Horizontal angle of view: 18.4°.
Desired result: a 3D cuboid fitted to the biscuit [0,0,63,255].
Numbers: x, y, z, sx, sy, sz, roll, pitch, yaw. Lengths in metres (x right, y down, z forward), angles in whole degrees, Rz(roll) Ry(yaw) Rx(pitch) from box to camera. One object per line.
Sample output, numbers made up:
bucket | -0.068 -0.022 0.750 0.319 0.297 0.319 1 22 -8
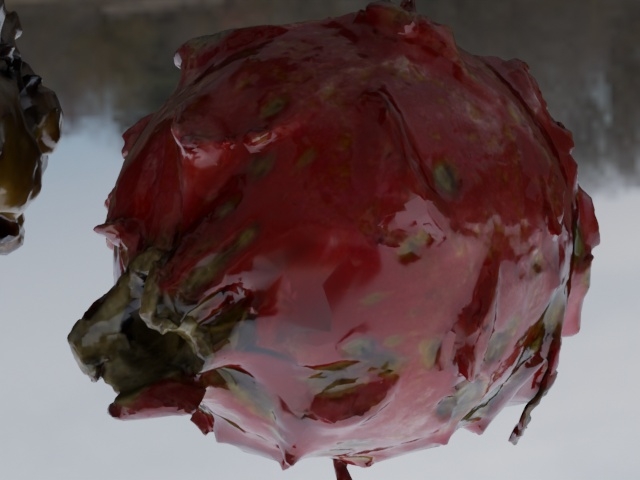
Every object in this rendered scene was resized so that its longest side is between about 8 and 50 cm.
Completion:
biscuit | -0.195 -0.128 0.768 0.081 0.289 0.334 -29 159 7

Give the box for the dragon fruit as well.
dragon fruit | 0.000 0.000 0.833 0.205 0.210 0.268 27 -148 32
